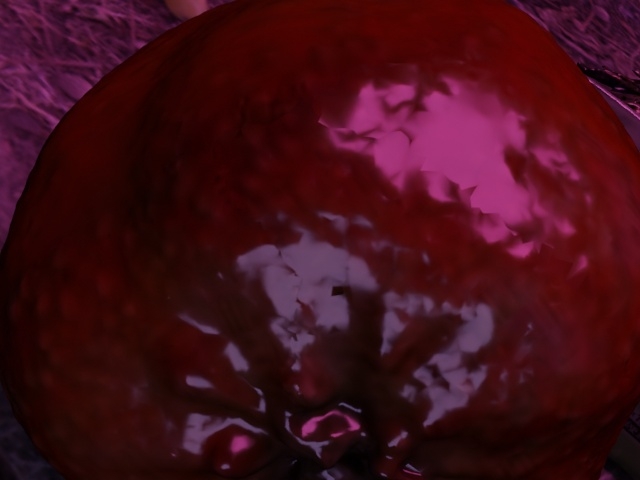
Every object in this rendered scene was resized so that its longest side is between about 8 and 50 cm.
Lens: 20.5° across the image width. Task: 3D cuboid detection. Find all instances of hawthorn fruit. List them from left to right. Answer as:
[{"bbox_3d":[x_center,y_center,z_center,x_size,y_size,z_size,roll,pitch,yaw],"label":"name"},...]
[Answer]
[{"bbox_3d":[0.007,-0.004,0.797,0.287,0.287,0.330,27,31,-17],"label":"hawthorn fruit"}]

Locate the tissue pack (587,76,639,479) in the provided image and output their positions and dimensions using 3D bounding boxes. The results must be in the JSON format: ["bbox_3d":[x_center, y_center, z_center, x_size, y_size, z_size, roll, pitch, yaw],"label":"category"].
[{"bbox_3d":[0.171,0.003,1.053,0.229,0.145,0.159,41,35,2],"label":"tissue pack"}]

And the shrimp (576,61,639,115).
[{"bbox_3d":[0.226,-0.074,1.255,0.233,0.079,0.090,25,75,-16],"label":"shrimp"}]
